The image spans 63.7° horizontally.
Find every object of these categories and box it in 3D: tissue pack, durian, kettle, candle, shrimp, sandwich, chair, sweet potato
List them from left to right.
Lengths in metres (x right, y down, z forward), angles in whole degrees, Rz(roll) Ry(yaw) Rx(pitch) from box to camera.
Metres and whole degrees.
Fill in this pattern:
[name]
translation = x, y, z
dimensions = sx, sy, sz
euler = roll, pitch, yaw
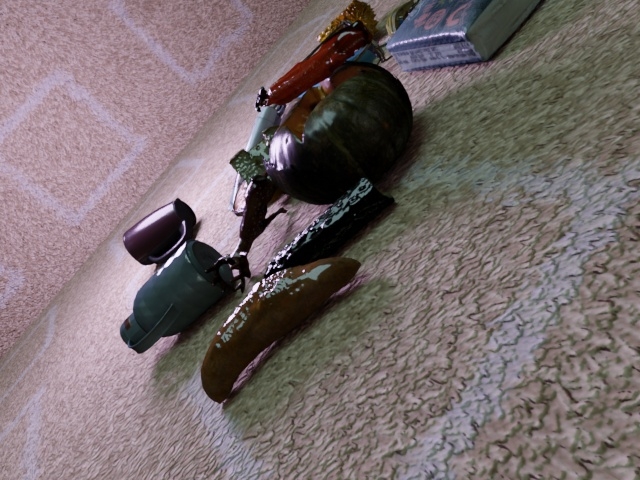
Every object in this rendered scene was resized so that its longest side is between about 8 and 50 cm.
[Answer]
[kettle]
translation = -0.519, -0.021, 1.700
dimensions = 0.232, 0.144, 0.202
euler = -35, 47, 19
[shrimp]
translation = -0.142, -0.190, 1.433
dimensions = 0.222, 0.054, 0.290
euler = -15, 43, 50
[sweet potato]
translation = -0.080, 0.122, 0.853
dimensions = 0.341, 0.092, 0.114
euler = -43, 50, 10
[sandwich]
translation = -0.088, -0.208, 1.270
dimensions = 0.236, 0.122, 0.128
euler = -41, -19, 3
[candle]
translation = -0.027, -0.322, 0.993
dimensions = 0.302, 0.059, 0.084
euler = -20, 23, 40
[durian]
translation = 0.093, -0.671, 1.664
dimensions = 0.183, 0.138, 0.249
euler = -46, 18, 6
[chair]
translation = 0.119, -0.510, 1.332
dimensions = 0.325, 0.170, 0.160
euler = -47, -20, 12
[tissue pack]
translation = 0.301, -0.477, 1.097
dimensions = 0.228, 0.103, 0.316
euler = -47, 26, -4

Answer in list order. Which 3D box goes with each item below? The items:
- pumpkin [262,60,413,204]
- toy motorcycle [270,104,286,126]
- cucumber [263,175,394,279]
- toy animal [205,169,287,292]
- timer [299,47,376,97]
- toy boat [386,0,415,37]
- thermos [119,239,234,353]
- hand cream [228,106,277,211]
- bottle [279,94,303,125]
[pumpkin]
translation = 0.038, -0.208, 1.016
dimensions = 0.320, 0.192, 0.320
euler = -38, 24, 21
[toy motorcycle]
translation = -0.190, -0.408, 1.817
dimensions = 0.124, 0.061, 0.193
euler = 15, 73, 55
[cucumber]
translation = 0.000, 0.001, 0.923
dimensions = 0.300, 0.072, 0.072
euler = -42, 26, 16
[toy animal]
translation = -0.154, -0.036, 1.114
dimensions = 0.087, 0.243, 0.260
euler = 13, 26, 17
[timer]
translation = 0.050, -0.497, 1.587
dimensions = 0.250, 0.091, 0.232
euler = -43, 22, -20
[toy boat]
translation = 0.234, -0.625, 1.466
dimensions = 0.066, 0.065, 0.172
euler = 1, 51, 30
[thermos]
translation = -0.336, 0.145, 1.157
dimensions = 0.286, 0.145, 0.182
euler = -43, 23, 14
[hand cream]
translation = -0.207, -0.241, 1.541
dimensions = 0.331, 0.058, 0.085
euler = -70, 20, 2
[bottle]
translation = -0.066, -0.334, 1.480
dimensions = 0.209, 0.097, 0.110
euler = -83, 19, -52
